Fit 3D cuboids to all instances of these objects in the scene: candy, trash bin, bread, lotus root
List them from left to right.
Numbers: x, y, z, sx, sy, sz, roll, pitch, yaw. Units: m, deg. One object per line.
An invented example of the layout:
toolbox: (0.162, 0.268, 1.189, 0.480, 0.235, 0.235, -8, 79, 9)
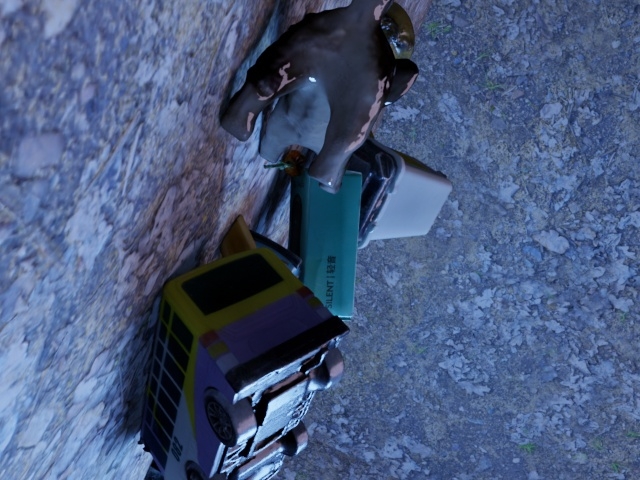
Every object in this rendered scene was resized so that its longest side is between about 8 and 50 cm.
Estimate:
bread: (-0.149, 0.006, 1.095, 0.062, 0.103, 0.049, -20, 148, -12)
candy: (-0.073, -0.146, 1.209, 0.184, 0.049, 0.056, -27, 111, -69)
trash bin: (0.143, -0.112, 1.604, 0.367, 0.256, 0.296, 3, 118, -49)
lotus root: (0.133, -0.435, 1.369, 0.154, 0.154, 0.278, -66, 172, 9)

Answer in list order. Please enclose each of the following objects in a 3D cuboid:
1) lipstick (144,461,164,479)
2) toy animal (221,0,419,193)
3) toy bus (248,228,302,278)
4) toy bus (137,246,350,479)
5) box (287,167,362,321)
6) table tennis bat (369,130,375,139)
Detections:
lipstick: (-0.321, 0.444, 1.357, 0.051, 0.051, 0.312, -24, 137, -78)
toy animal: (0.028, -0.233, 0.913, 0.303, 0.194, 0.344, -60, -179, 3)
toy bus: (-0.136, 0.113, 1.227, 0.165, 0.133, 0.271, -58, 175, -28)
toy bus: (-0.150, 0.245, 1.006, 0.209, 0.249, 0.440, -23, 146, -38)
box: (0.000, 0.000, 1.349, 0.205, 0.118, 0.312, -147, -121, -76)
table tennis bat: (0.126, -0.323, 1.778, 0.054, 0.224, 0.368, -21, 173, 9)
